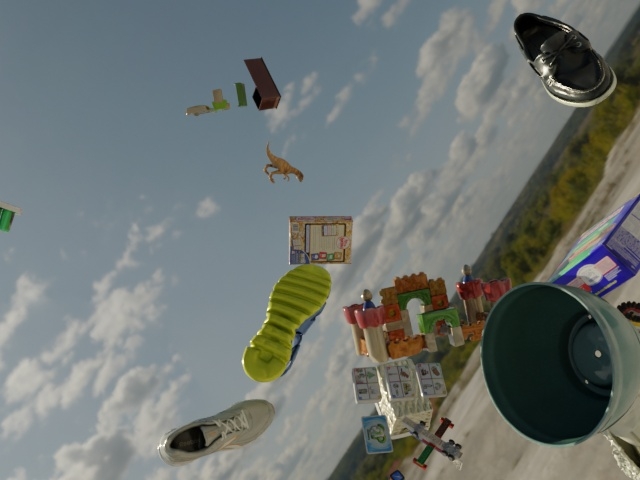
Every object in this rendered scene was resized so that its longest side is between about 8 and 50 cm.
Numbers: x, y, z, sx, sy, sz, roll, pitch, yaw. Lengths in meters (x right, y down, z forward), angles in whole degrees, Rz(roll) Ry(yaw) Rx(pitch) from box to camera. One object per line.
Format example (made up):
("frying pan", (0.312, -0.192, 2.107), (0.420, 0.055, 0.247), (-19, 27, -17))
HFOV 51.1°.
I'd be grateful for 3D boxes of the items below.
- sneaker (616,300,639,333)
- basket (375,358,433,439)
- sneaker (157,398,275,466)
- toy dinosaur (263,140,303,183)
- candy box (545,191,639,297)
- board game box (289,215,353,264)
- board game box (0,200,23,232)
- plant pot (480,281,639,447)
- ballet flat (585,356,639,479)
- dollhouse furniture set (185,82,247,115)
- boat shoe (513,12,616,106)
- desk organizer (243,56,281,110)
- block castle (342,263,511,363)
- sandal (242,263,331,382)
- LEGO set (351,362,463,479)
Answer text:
("sneaker", (0.870, 0.227, 1.708), (0.088, 0.225, 0.092), (-46, -41, -32))
("basket", (0.203, 0.392, 1.677), (0.113, 0.167, 0.103), (-9, -39, -14))
("sneaker", (-0.214, 0.410, 1.432), (0.262, 0.099, 0.121), (-20, -14, -20))
("toy dinosaur", (-0.148, -0.262, 2.295), (0.112, 0.064, 0.211), (-41, -49, 18))
("candy box", (0.777, 0.034, 1.821), (0.317, 0.122, 0.268), (-37, -11, -37))
("board game box", (0.000, 0.000, 2.062), (0.045, 0.193, 0.146), (-102, 13, -68))
("board game box", (-0.777, -0.098, 1.119), (0.390, 0.390, 0.050), (27, -107, -52))
("plant pot", (0.474, 0.218, 1.247), (0.196, 0.293, 0.293), (-1, -48, -32))
("ballet flat", (0.680, 0.406, 1.433), (0.147, 0.409, 0.147), (-29, 31, 19))
("dollhouse furniture set", (-0.264, -0.353, 1.679), (0.076, 0.152, 0.058), (-36, -63, -76))
("boat shoe", (0.517, -0.411, 1.461), (0.127, 0.113, 0.340), (-35, 37, 21))
("desk organizer", (-0.146, -0.380, 1.627), (0.050, 0.130, 0.047), (-14, -24, -27))
("block castle", (0.308, 0.201, 1.967), (0.453, 0.212, 0.303), (-11, -2, -8))
("sandal", (-0.076, 0.195, 1.560), (0.317, 0.126, 0.138), (-57, -15, -22))
("LEGO set", (0.164, 0.351, 1.275), (0.060, 0.182, 0.244), (94, 171, -45))
